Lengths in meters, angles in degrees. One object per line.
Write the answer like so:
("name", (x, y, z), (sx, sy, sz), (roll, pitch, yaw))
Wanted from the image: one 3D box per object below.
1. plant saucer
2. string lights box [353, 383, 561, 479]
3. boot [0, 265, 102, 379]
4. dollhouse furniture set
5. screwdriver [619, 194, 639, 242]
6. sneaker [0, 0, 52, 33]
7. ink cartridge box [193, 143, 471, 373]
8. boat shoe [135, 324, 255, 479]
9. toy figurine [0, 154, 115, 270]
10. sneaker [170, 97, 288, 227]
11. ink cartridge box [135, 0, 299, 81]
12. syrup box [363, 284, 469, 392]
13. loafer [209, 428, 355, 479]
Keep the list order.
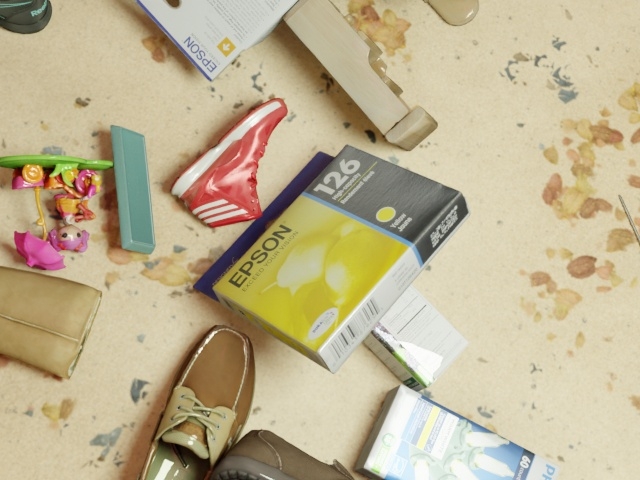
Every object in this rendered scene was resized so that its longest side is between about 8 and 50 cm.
("plant saucer", (-0.275, -0.077, 1.405), (0.018, 0.067, 0.192), (-15, 74, 28))
("string lights box", (0.194, 0.326, 1.359), (0.259, 0.077, 0.133), (27, 71, -1))
("boot", (-0.467, 0.135, 1.302), (0.269, 0.089, 0.236), (20, 81, -8))
("dollhouse furniture set", (0.184, -0.361, 1.419), (0.394, 0.362, 0.256), (-41, 82, 11))
("screwdriver", (0.518, 0.003, 1.539), (0.024, 0.025, 0.170), (-16, 69, -13))
("sneaker", (-0.538, -0.400, 1.432), (0.267, 0.106, 0.101), (15, 74, -3))
("ink cartridge box", (0.000, 0.000, 1.335), (0.307, 0.072, 0.303), (27, 67, 38))
("boat shoe", (-0.171, 0.271, 1.293), (0.122, 0.120, 0.324), (21, 72, -3))
("toy figurine", (-0.379, -0.036, 1.369), (0.173, 0.130, 0.159), (0, 88, -34))
("sneaker", (-0.108, -0.106, 1.441), (0.221, 0.087, 0.128), (-42, 93, -5))
("ink cartridge box", (-0.151, -0.467, 1.420), (0.330, 0.071, 0.324), (-41, 93, 16))
("syrup box", (0.095, 0.105, 1.397), (0.237, 0.093, 0.096), (45, 73, 5))
("loafer", (0.030, 0.359, 1.291), (0.366, 0.134, 0.130), (33, 34, -11))
